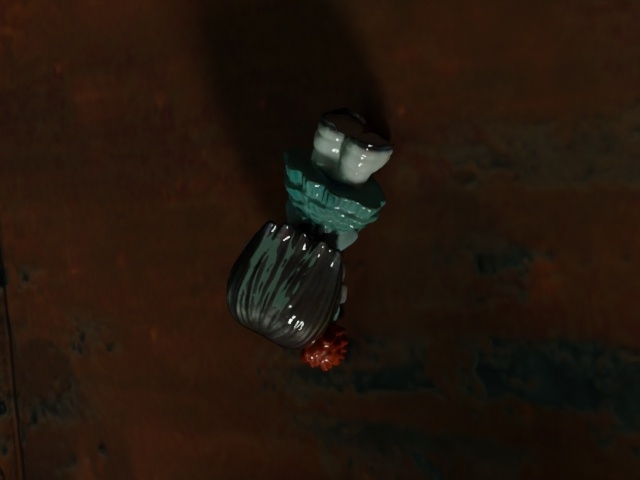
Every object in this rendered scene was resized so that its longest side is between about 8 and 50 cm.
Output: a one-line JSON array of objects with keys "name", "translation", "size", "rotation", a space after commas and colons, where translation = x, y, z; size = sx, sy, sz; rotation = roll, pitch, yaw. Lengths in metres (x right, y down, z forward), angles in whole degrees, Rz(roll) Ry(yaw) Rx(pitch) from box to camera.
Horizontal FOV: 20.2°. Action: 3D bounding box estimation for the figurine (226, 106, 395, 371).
[{"name": "figurine", "translation": [0.000, 0.000, 0.750], "size": [0.060, 0.047, 0.106], "rotation": [26, 113, 6]}]
